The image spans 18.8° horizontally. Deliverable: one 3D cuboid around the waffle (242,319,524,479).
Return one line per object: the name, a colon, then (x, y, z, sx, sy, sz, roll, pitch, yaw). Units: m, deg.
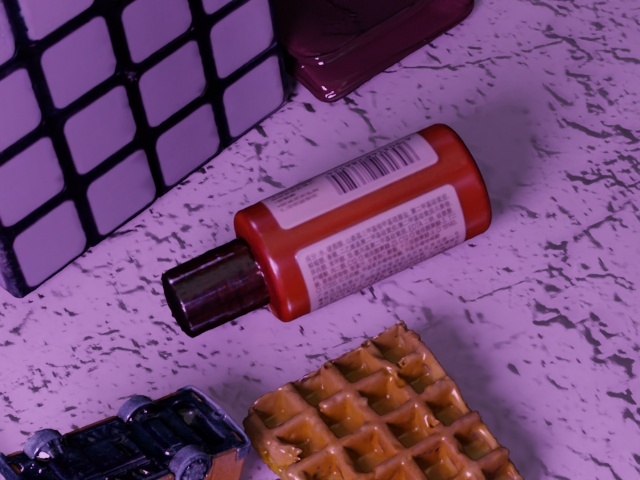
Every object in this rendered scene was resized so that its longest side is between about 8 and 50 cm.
waffle: (0.056, 0.178, 1.502, 0.160, 0.055, 0.211, -27, 53, -15)

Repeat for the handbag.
handbag: (0.015, -0.243, 1.844, 0.203, 0.074, 0.216, -35, 53, -20)

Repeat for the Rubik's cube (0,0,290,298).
Rubik's cube: (-0.270, -0.224, 1.696, 0.337, 0.343, 0.344, -37, 54, -20)

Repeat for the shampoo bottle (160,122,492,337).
shampoo bottle: (0.000, 0.000, 1.623, 0.278, 0.104, 0.104, -24, 51, -12)

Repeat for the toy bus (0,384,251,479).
toy bus: (-0.149, 0.189, 1.466, 0.182, 0.103, 0.091, -19, 45, -37)
